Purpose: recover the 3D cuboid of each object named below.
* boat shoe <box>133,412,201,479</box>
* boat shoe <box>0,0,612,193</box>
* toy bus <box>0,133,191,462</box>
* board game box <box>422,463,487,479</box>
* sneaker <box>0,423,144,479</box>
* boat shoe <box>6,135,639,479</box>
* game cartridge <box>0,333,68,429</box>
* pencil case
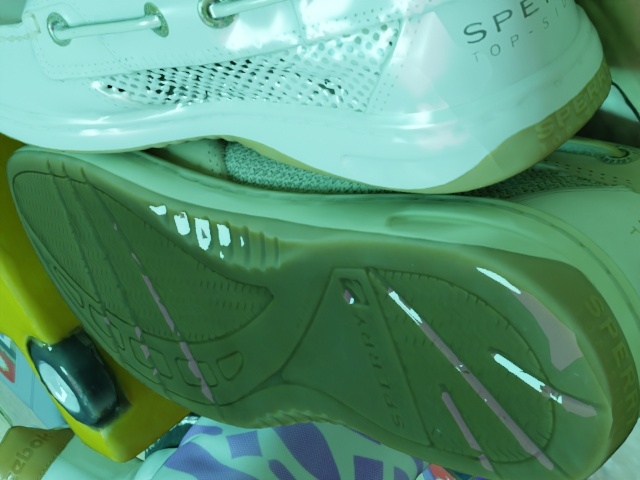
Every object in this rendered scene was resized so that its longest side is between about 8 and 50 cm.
[{"bbox_3d":[-0.030,0.185,0.797,0.114,0.091,0.302,10,140,12],"label":"boat shoe"},{"bbox_3d":[-0.038,-0.086,0.445,0.277,0.098,0.096,8,133,41],"label":"boat shoe"},{"bbox_3d":[-0.151,-0.060,0.630,0.130,0.108,0.332,13,137,51],"label":"toy bus"},{"bbox_3d":[0.096,0.147,0.607,0.169,0.033,0.133,39,152,21],"label":"board game box"},{"bbox_3d":[-0.158,0.170,0.905,0.123,0.106,0.290,28,159,4],"label":"sneaker"},{"bbox_3d":[0.000,0.000,0.482,0.302,0.098,0.109,9,128,47],"label":"boat shoe"},{"bbox_3d":[-0.224,0.004,0.896,0.294,0.060,0.196,44,149,11],"label":"game cartridge"},{"bbox_3d":[-0.023,0.099,0.539,0.086,0.206,0.088,55,149,-14],"label":"pencil case"}]
